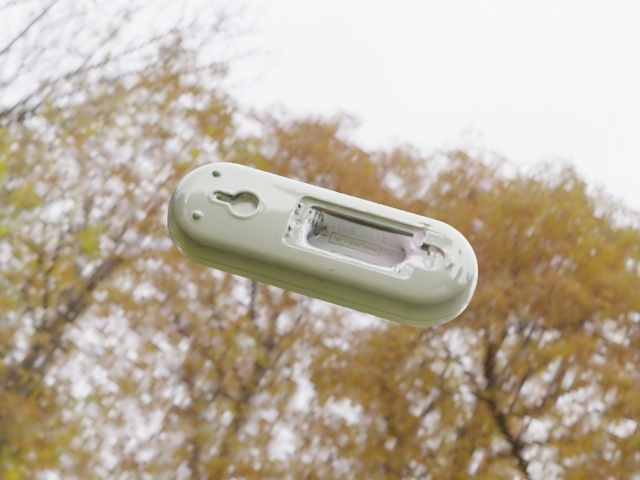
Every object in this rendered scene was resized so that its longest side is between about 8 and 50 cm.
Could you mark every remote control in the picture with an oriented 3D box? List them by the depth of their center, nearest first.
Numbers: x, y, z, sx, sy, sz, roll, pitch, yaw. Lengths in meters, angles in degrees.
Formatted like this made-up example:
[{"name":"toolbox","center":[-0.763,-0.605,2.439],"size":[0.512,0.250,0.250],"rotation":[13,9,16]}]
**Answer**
[{"name":"remote control","center":[0.000,0.000,1.173],"size":[0.221,0.078,0.042],"rotation":[17,-32,9]}]
